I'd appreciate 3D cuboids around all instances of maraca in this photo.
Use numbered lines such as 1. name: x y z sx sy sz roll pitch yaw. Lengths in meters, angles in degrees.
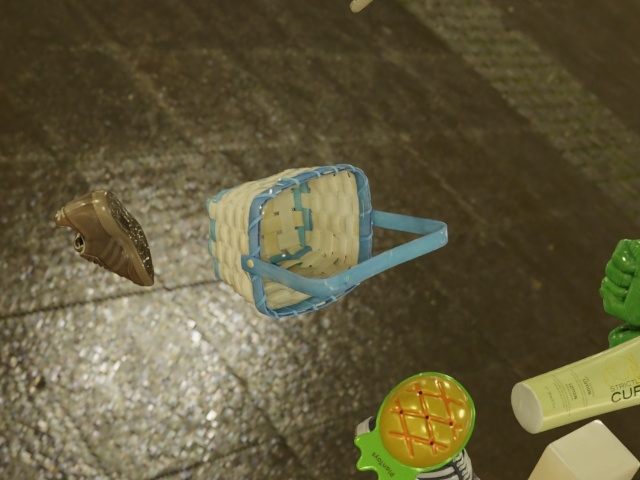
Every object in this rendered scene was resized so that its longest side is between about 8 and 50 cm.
1. maraca: 0.132 0.266 1.644 0.127 0.185 0.099 43 -11 16

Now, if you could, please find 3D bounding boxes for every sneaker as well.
1. sneaker: -0.258 0.000 1.430 0.071 0.188 0.066 -14 55 5
2. sneaker: 0.202 0.328 1.832 0.282 0.153 0.099 35 29 -30

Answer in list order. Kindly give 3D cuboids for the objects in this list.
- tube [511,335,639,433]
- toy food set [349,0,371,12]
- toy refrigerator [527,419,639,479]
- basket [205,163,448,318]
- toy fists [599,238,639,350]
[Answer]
1. tube: 0.339 0.165 1.399 0.240 0.070 0.062 -12 26 -25
2. toy food set: 0.029 -0.319 1.223 0.192 0.132 0.039 37 19 -40
3. toy refrigerator: 0.328 0.373 1.638 0.102 0.270 0.094 -19 53 -33
4. basket: 0.000 0.000 1.651 0.254 0.201 0.289 -19 19 -38
5. toy fists: 0.530 0.134 1.936 0.096 0.279 0.142 -21 19 -30
